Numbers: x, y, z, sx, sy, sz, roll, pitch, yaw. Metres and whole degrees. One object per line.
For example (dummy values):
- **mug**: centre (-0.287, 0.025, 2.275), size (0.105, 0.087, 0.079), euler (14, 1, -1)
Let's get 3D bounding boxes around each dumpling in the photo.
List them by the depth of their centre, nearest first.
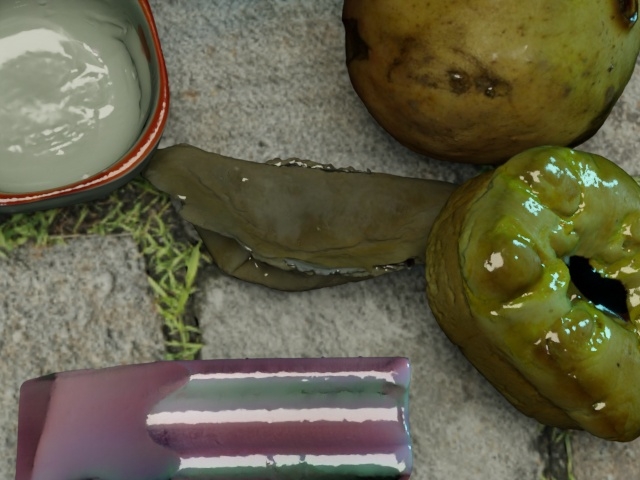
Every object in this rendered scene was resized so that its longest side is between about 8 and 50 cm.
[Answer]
- **dumpling**: centre (0.000, 0.000, 1.535), size (0.332, 0.086, 0.166), euler (5, 44, -2)

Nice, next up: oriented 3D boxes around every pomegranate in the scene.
- **pomegranate**: centre (0.153, -0.199, 1.502), size (0.281, 0.281, 0.281), euler (1, 76, -3)

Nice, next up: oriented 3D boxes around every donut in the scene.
- **donut**: centre (0.210, 0.042, 1.476), size (0.261, 0.128, 0.208), euler (51, 58, -18)

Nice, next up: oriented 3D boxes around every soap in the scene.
- **soap**: centre (-0.092, 0.163, 1.435), size (0.324, 0.193, 0.109), euler (-2, 75, -3)

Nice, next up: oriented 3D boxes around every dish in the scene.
- **dish**: centre (-0.254, -0.134, 1.535), size (0.256, 0.117, 0.256), euler (1, 76, -2)
